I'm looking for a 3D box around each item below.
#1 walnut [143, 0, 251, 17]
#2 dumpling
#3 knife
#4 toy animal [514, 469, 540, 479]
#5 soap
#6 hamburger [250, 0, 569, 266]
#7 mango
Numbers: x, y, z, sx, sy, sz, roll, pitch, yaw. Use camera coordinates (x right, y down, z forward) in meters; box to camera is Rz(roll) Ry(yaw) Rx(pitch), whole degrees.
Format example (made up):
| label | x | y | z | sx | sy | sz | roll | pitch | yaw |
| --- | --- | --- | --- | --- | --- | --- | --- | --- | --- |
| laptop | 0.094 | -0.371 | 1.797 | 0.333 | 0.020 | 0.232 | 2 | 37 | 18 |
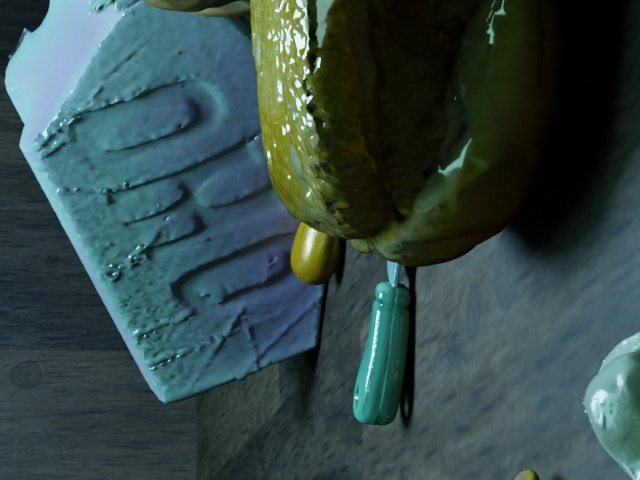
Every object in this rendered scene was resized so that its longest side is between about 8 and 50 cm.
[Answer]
| label | x | y | z | sx | sy | sz | roll | pitch | yaw |
| --- | --- | --- | --- | --- | --- | --- | --- | --- | --- |
| walnut | -0.074 | -0.350 | 1.356 | 0.344 | 0.306 | 0.306 | -49 | 23 | 15 |
| dumpling | 0.149 | 0.071 | 0.756 | 0.052 | 0.057 | 0.076 | 57 | -159 | -3 |
| knife | 0.060 | 0.015 | 1.326 | 0.063 | 0.034 | 0.260 | -116 | 35 | -84 |
| toy animal | 0.108 | 0.176 | 0.896 | 0.159 | 0.070 | 0.083 | -99 | 11 | -67 |
| soap | -0.133 | -0.076 | 1.669 | 0.156 | 0.261 | 0.446 | -109 | -3 | -55 |
| hamburger | 0.046 | -0.130 | 0.987 | 0.314 | 0.170 | 0.290 | 136 | 138 | -78 |
| mango | 0.000 | 0.000 | 1.623 | 0.060 | 0.046 | 0.089 | -109 | 35 | -59 |
